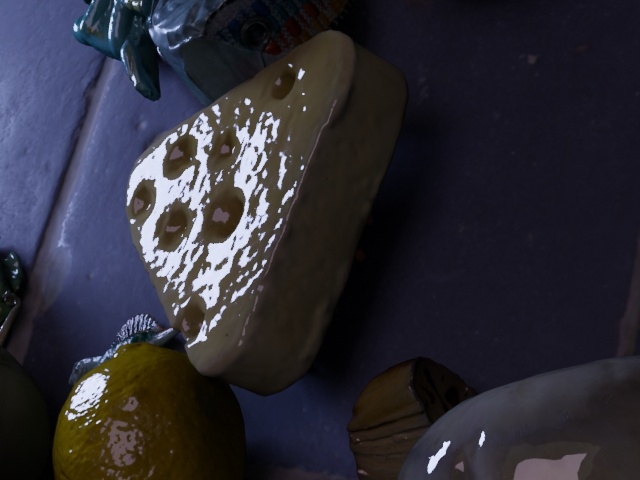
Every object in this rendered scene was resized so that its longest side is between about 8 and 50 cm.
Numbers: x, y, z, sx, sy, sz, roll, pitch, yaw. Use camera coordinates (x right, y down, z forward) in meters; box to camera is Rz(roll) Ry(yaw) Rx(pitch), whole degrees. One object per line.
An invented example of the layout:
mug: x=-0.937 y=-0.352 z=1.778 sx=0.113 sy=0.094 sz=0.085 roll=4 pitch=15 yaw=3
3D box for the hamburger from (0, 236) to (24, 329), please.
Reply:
hamburger: x=-0.518 y=0.065 z=1.921 sx=0.276 sy=0.150 sz=0.260 roll=15 pitch=77 yaw=38

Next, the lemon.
lemon: x=-0.174 y=0.220 z=1.574 sx=0.204 sy=0.204 sz=0.260 roll=-26 pitch=54 yaw=21

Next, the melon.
melon: x=-0.438 y=0.237 z=1.711 sx=0.272 sy=0.272 sz=0.308 roll=50 pitch=128 yaw=40

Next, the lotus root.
lotus root: x=0.099 y=0.187 z=1.486 sx=0.135 sy=0.095 sz=0.159 roll=-13 pitch=100 yaw=34

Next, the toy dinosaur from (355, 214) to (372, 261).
toy dinosaur: x=0.004 y=0.002 z=1.666 sx=0.101 sy=0.055 sz=0.279 roll=-3 pitch=66 yaw=43

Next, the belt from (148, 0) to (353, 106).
belt: x=-0.077 y=-0.270 z=1.762 sx=0.207 sy=0.150 sz=0.257 roll=-2 pitch=43 yaw=51

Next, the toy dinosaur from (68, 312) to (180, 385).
toy dinosaur: x=-0.211 y=0.119 z=1.759 sx=0.187 sy=0.044 sz=0.106 roll=-50 pitch=34 yaw=4

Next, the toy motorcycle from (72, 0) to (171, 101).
toy motorcycle: x=-0.236 y=-0.303 z=1.953 sx=0.198 sy=0.109 sz=0.296 roll=-40 pitch=49 yaw=13

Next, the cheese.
cheese: x=-0.090 y=-0.037 z=1.671 sx=0.384 sy=0.104 sz=0.383 roll=-28 pitch=49 yaw=38

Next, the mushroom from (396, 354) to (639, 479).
mushroom: x=0.244 y=0.214 z=1.238 sx=0.356 sy=0.315 sz=0.315 roll=18 pitch=76 yaw=16
